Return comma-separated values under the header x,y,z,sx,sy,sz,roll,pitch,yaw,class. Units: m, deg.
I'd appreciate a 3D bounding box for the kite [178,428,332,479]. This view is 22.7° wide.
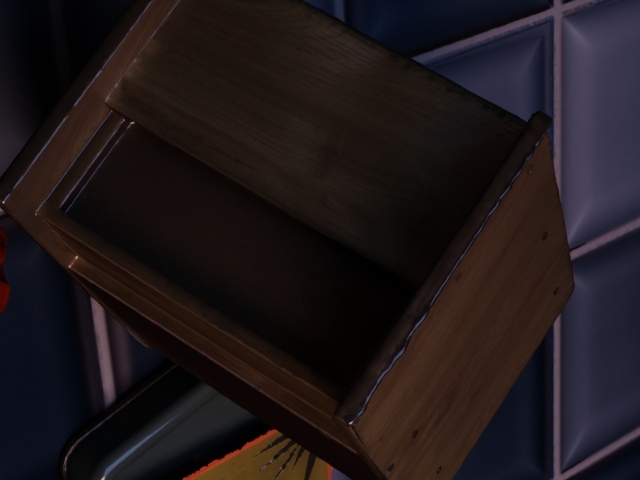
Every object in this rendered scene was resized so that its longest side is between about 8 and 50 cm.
x,y,z,sx,sy,sz,roll,pitch,yaw,class
-0.082,0.224,0.853,0.327,0.013,0.377,-57,141,2,kite

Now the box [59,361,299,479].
x,y,z,sx,sy,sz,roll,pitch,yaw,class
-0.069,0.110,0.831,0.126,0.031,0.091,-37,129,-25,box

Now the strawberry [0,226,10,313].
x,y,z,sx,sy,sz,roll,pitch,yaw,class
-0.205,-0.005,0.597,0.188,0.106,0.286,-43,135,-25,strawberry

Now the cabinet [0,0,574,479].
x,y,z,sx,sy,sz,roll,pitch,yaw,class
0.000,0.000,0.693,0.148,0.175,0.215,-56,160,-10,cabinet
